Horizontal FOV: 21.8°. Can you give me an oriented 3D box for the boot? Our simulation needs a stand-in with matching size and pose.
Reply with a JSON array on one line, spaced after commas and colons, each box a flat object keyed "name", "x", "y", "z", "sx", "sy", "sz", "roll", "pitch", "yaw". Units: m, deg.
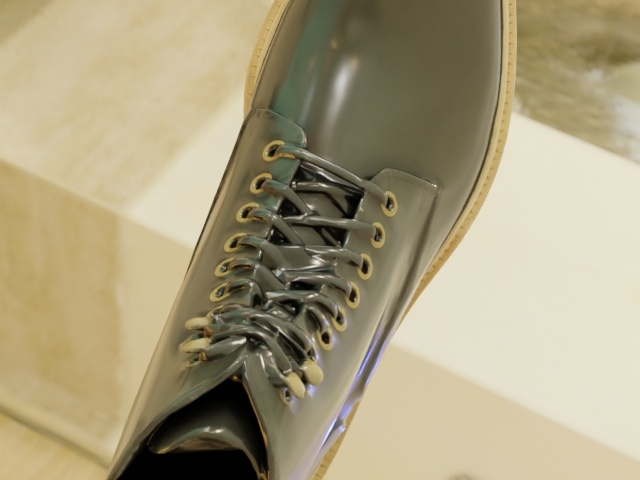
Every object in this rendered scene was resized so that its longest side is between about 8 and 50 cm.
[{"name": "boot", "x": 0.000, "y": 0.000, "z": 0.414, "sx": 0.137, "sy": 0.076, "sz": 0.198, "roll": -50, "pitch": 156, "yaw": -80}]
